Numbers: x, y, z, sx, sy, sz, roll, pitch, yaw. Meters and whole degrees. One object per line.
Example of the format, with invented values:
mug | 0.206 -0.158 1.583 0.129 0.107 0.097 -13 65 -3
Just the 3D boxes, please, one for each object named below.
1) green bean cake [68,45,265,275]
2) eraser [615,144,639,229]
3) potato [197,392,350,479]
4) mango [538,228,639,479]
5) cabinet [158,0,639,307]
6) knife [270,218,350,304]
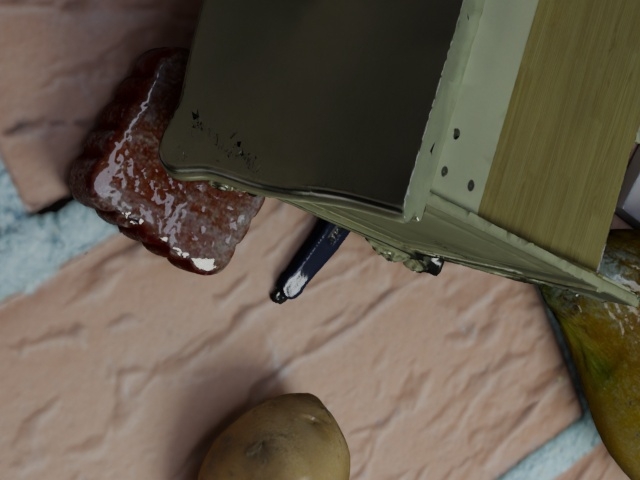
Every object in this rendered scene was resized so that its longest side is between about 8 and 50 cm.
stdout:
green bean cake | -0.102 -0.058 1.270 0.135 0.056 0.135 36 76 -28
eraser | 0.326 -0.068 1.540 0.104 0.023 0.150 34 79 -28
potato | -0.031 0.187 1.312 0.112 0.112 0.147 22 88 -30
mango | 0.306 0.111 1.487 0.316 0.146 0.193 48 70 -11
cabinet | 0.098 -0.129 1.241 0.318 0.227 0.290 22 82 -50
knife | 0.000 0.000 1.359 0.031 0.018 0.121 44 74 -34
